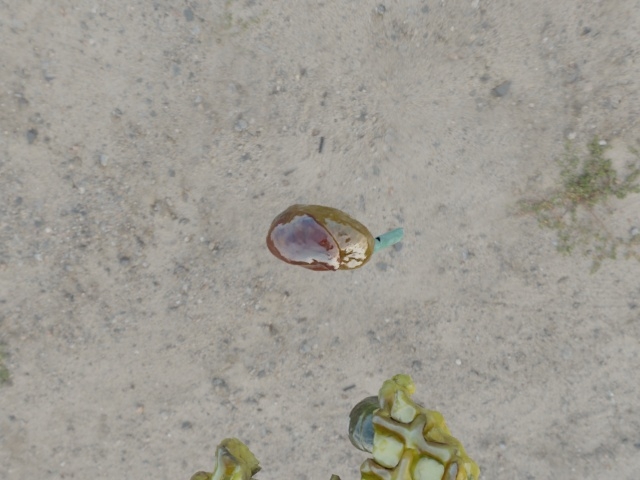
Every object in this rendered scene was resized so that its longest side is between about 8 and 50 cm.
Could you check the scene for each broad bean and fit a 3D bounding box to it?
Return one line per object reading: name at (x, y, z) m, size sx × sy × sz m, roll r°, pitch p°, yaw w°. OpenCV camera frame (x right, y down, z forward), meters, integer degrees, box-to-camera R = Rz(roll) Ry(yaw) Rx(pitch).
broad bean at (-0.001, 0.003, 0.995) m, size 0.228 × 0.122 × 0.156 m, roll 16°, pitch 123°, yaw 4°

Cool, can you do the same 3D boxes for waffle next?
waffle at (0.014, 0.301, 0.471) m, size 0.323 × 0.261 × 0.151 m, roll -24°, pitch 132°, yaw 8°

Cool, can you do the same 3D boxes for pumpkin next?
pumpkin at (0.206, 0.571, 1.402) m, size 0.259 × 0.260 × 0.190 m, roll 2°, pitch 83°, yaw 9°

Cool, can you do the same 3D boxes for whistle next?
whistle at (0.159, 0.001, 1.183) m, size 0.039 × 0.186 × 0.039 m, roll 11°, pitch 108°, yaw 34°
